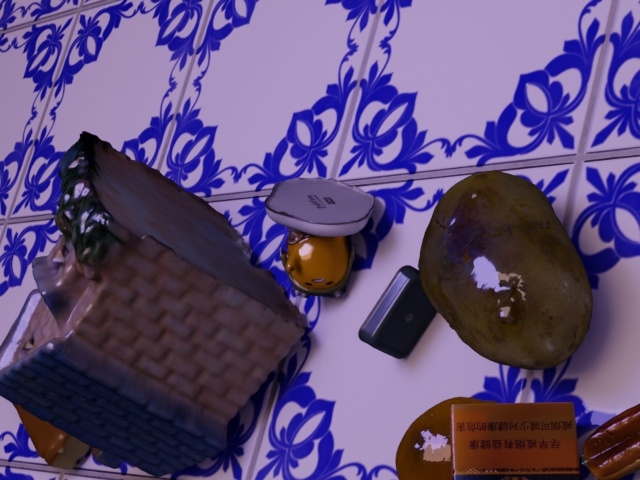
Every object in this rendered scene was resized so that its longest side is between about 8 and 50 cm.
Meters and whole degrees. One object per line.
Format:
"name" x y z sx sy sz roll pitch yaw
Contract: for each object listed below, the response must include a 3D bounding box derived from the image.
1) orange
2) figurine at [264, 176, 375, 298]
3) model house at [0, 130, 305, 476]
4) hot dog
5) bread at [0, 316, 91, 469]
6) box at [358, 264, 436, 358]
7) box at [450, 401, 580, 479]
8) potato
"orange" 0.162 0.272 1.927 0.170 0.112 0.160 -63 36 17
"figurine" 0.000 0.000 2.308 0.250 0.166 0.141 -103 11 -71
"model house" -0.324 0.117 2.362 0.400 0.395 0.445 -55 29 11
"hot dog" 0.381 0.221 1.741 0.188 0.055 0.072 -34 48 31
"bread" -0.481 0.262 2.697 0.138 0.077 0.361 -55 38 7
"box" 0.115 0.101 2.098 0.126 0.091 0.031 -56 44 5
"box" 0.230 0.310 1.786 0.152 0.070 0.237 -2 60 3
"potato" 0.233 0.042 1.930 0.210 0.173 0.307 -48 36 14
